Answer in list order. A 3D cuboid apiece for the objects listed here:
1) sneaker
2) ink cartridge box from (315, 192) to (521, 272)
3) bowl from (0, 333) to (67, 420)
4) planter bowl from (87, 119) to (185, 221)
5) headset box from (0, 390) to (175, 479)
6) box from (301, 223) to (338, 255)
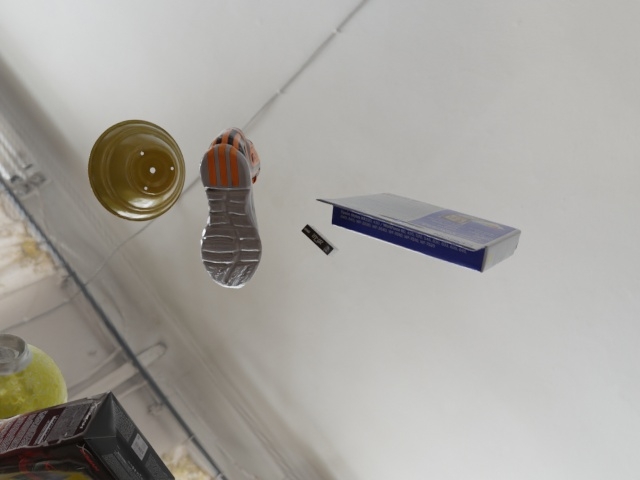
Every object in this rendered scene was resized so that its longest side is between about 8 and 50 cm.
[{"bbox_3d":[-0.163,-0.073,1.469,0.124,0.180,0.321,6,-60,2],"label":"sneaker"},{"bbox_3d":[0.184,-0.019,1.371,0.303,0.307,0.072,19,-73,26],"label":"ink cartridge box"},{"bbox_3d":[-0.721,0.305,1.669,0.289,0.289,0.156,20,-64,19],"label":"bowl"},{"bbox_3d":[-0.365,-0.146,1.543,0.090,0.217,0.217,7,-69,56],"label":"planter bowl"},{"bbox_3d":[-0.432,0.395,1.248,0.293,0.110,0.218,-16,-63,20],"label":"headset box"},{"bbox_3d":[0.000,0.000,1.353,0.067,0.083,0.018,43,-86,6],"label":"box"}]
